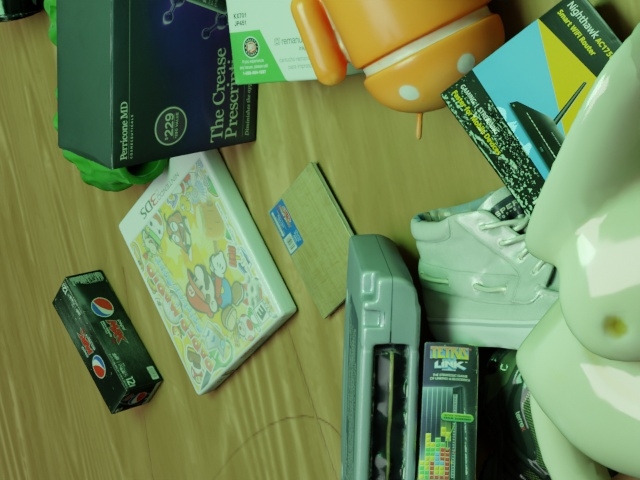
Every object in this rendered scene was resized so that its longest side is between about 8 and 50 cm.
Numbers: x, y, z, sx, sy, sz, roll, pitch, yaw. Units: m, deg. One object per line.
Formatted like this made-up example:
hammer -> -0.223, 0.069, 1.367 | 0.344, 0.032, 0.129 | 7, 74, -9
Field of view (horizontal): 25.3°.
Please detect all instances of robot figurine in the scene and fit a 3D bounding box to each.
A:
robot figurine -> 0.070, -0.199, 1.154 | 0.128, 0.158, 0.219 | -19, 99, 60

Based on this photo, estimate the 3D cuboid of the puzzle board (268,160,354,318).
puzzle board -> 0.000, 0.000, 1.402 | 0.096, 0.011, 0.128 | -47, 64, 47

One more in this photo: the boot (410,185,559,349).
boot -> 0.164, 0.017, 1.140 | 0.258, 0.095, 0.123 | -8, 101, 52

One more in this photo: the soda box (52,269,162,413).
soda box -> -0.257, 0.120, 1.712 | 0.169, 0.053, 0.060 | 58, 138, 22

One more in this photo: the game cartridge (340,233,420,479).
game cartridge -> 0.049, 0.151, 1.272 | 0.196, 0.060, 0.294 | -117, 28, -75

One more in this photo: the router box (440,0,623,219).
router box -> 0.194, -0.078, 1.067 | 0.133, 0.046, 0.179 | -38, 68, 10

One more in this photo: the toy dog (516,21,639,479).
toy dog -> 0.321, 0.095, 0.819 | 0.408, 0.284, 0.395 | 37, 112, 26

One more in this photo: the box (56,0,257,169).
box -> -0.156, -0.217, 1.387 | 0.103, 0.184, 0.261 | 24, 119, 45

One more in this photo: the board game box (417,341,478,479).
board game box -> 0.105, 0.185, 1.193 | 0.170, 0.048, 0.141 | 85, -172, -58

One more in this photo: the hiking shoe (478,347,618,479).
hiking shoe -> 0.191, 0.197, 1.172 | 0.114, 0.086, 0.227 | 7, 106, 52

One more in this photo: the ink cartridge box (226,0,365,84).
ink cartridge box -> -0.013, -0.250, 1.282 | 0.153, 0.087, 0.208 | 3, 102, 49

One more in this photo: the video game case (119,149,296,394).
video game case -> -0.129, 0.027, 1.553 | 0.206, 0.026, 0.227 | -45, 66, 47

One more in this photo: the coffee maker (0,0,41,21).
coffee maker -> -0.402, -0.341, 1.657 | 0.120, 0.171, 0.178 | 1, 103, 33

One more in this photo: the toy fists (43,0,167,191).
toy fists -> -0.234, -0.193, 1.557 | 0.142, 0.096, 0.279 | 11, 109, 47
